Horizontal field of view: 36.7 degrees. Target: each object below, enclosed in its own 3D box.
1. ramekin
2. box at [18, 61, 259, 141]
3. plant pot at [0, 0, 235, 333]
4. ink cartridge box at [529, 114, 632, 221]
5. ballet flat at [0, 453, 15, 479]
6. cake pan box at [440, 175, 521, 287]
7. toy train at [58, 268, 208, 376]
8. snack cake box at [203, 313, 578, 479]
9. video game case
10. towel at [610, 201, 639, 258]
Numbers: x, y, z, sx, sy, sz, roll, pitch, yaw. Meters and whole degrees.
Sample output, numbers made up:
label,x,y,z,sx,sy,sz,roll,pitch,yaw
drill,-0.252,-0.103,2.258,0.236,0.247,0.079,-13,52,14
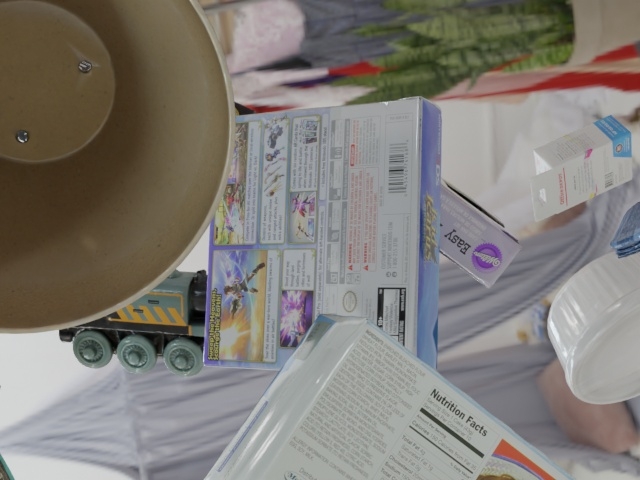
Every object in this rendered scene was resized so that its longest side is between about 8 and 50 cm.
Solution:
label,x,y,z,sx,sy,sz,roll,pitch,yaw
ramekin,0.488,0.128,1.538,0.273,0.273,0.127,87,162,-45
box,-0.236,-0.151,1.164,0.060,0.270,0.216,-68,-7,31
plant pot,-0.213,-0.099,0.698,0.191,0.284,0.284,-125,26,-69
ink cartridge box,0.410,-0.116,1.565,0.061,0.181,0.104,-120,8,-47
ballet flat,-0.717,0.365,1.869,0.164,0.182,0.483,25,129,42
cake pan box,0.117,-0.057,1.171,0.267,0.070,0.246,37,-169,0
toy train,-0.323,0.136,1.764,0.142,0.334,0.190,-61,-27,-67
snack cake box,0.071,0.179,0.573,0.264,0.152,0.089,39,167,-13
video game case,0.000,0.000,0.987,0.061,0.244,0.269,12,-101,-61
towel,0.354,-0.022,1.007,0.067,0.029,0.119,-58,6,-21
